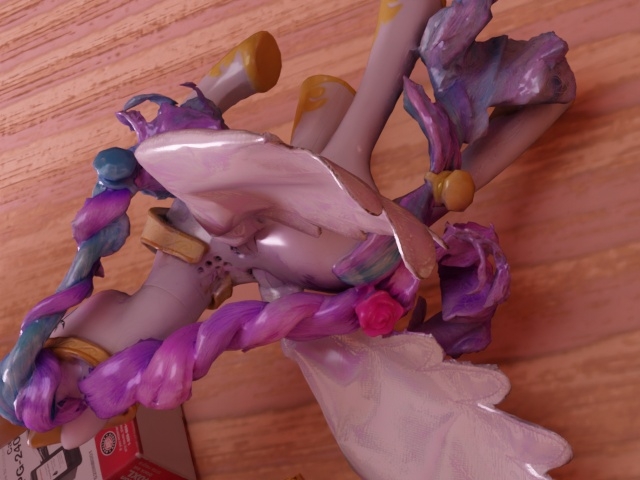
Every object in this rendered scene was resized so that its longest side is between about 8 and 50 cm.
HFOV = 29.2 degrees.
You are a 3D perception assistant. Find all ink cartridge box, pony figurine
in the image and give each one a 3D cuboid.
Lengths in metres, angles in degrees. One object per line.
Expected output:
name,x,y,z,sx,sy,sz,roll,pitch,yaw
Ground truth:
ink cartridge box,-0.169,0.158,0.865,0.150,0.063,0.109,-38,45,17
pony figurine,0.000,0.000,0.697,0.351,0.303,0.363,3,45,42

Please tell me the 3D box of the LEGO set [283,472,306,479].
LEGO set,0.009,0.229,0.631,0.132,0.107,0.287,-29,49,25
